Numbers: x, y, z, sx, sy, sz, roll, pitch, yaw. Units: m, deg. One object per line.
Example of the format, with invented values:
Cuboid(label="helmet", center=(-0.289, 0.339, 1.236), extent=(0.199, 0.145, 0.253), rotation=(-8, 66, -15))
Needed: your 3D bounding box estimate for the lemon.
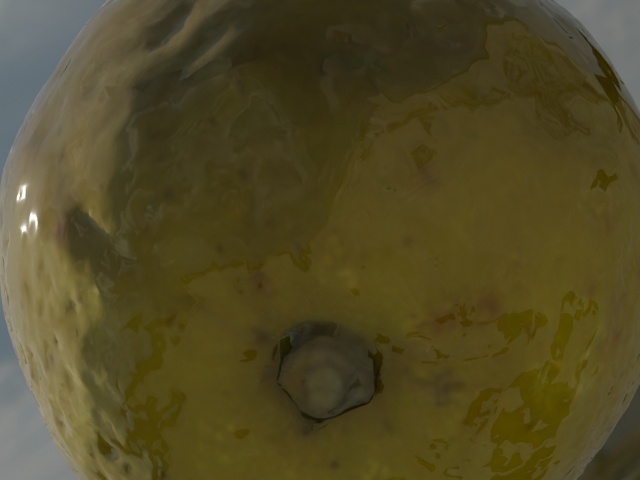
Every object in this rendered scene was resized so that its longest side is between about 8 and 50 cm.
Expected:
Cuboid(label="lemon", center=(0.000, 0.000, 0.480), extent=(0.170, 0.170, 0.207), rotation=(-39, 13, 2))
